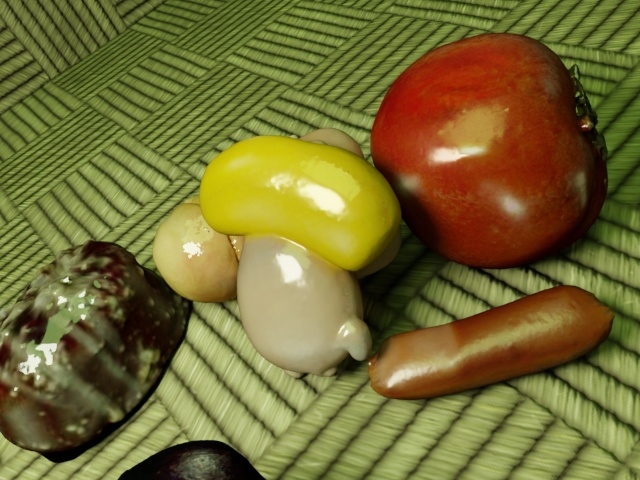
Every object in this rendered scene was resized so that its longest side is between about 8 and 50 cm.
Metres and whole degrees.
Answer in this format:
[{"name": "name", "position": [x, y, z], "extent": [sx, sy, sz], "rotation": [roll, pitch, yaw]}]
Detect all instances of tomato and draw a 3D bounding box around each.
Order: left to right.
[{"name": "tomato", "position": [0.235, -0.126, 0.774], "extent": [0.289, 0.293, 0.325], "rotation": [-16, 48, 32]}]

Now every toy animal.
[{"name": "toy animal", "position": [0.019, -0.002, 0.772], "extent": [0.277, 0.345, 0.247], "rotation": [-19, -2, 32]}]

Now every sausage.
[{"name": "sausage", "position": [0.205, 0.134, 0.681], "extent": [0.300, 0.083, 0.089], "rotation": [-19, 51, 12]}]

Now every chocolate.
[{"name": "chocolate", "position": [-0.377, 0.146, 0.852], "extent": [0.225, 0.210, 0.340], "rotation": [14, 57, 32]}]

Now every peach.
[{"name": "peach", "position": [-0.177, 0.016, 0.907], "extent": [0.184, 0.184, 0.184], "rotation": [-13, 46, 14]}]

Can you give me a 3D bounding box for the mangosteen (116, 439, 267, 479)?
[{"name": "mangosteen", "position": [-0.084, 0.329, 0.516], "extent": [0.287, 0.287, 0.233], "rotation": [-1, 48, 25]}]
